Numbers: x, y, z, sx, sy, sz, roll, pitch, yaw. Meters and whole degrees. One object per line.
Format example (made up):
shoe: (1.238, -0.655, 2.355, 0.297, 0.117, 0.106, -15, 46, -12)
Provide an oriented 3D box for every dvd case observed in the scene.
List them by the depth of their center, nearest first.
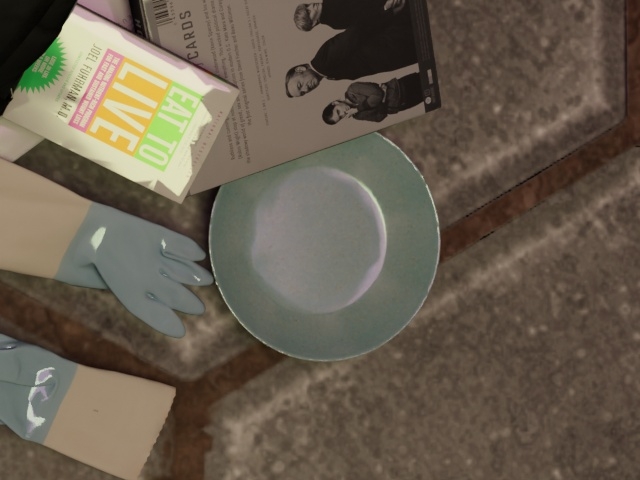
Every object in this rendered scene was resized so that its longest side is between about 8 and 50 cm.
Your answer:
dvd case: (-0.023, -0.151, 1.382, 0.239, 0.029, 0.179, -20, 115, -24)

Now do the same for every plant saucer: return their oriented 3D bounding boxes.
plant saucer: (0.000, 0.000, 1.457, 0.195, 0.037, 0.194, 0, 89, -18)

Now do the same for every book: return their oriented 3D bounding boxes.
book: (-0.143, -0.101, 1.307, 0.144, 0.035, 0.096, 26, 101, -17)

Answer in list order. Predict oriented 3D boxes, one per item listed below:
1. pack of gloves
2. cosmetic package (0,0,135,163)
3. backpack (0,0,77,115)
pack of gloves: (-0.200, 0.059, 1.370, 0.232, 0.046, 0.195, 24, 91, -36)
cosmetic package: (-0.309, -0.172, 1.326, 0.377, 0.097, 0.284, -38, 99, -15)
backpack: (-0.273, -0.186, 1.087, 0.290, 0.355, 0.273, -3, 81, -31)
